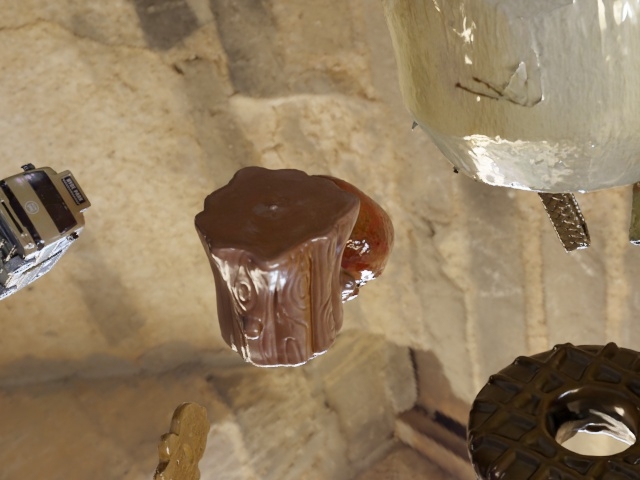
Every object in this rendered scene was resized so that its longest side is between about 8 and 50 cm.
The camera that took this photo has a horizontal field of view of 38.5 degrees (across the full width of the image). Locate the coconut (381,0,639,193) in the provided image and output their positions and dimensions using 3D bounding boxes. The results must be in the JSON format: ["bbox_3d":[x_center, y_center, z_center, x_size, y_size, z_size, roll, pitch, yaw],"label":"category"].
[{"bbox_3d":[0.230,-0.245,0.878,0.346,0.346,0.360,21,-54,46],"label":"coconut"}]

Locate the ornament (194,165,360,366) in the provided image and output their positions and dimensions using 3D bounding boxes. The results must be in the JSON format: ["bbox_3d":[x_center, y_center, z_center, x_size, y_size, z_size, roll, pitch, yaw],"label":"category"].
[{"bbox_3d":[-0.054,0.040,1.275,0.235,0.221,0.218,-114,-163,-51],"label":"ornament"}]

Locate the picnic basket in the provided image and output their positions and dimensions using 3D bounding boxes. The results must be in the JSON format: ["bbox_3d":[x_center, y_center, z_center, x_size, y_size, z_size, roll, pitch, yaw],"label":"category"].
[{"bbox_3d":[0.434,-0.073,1.676,0.055,0.110,0.193,-21,-66,21],"label":"picnic basket"}]

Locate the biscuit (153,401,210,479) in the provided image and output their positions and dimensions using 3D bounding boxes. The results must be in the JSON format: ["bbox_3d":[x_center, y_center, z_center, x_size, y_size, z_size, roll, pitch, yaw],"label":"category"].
[{"bbox_3d":[-0.224,0.339,1.467,0.027,0.184,0.133,-6,-34,20],"label":"biscuit"}]

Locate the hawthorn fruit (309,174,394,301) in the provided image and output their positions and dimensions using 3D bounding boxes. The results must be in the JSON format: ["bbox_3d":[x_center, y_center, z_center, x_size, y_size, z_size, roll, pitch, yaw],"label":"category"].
[{"bbox_3d":[0.000,0.000,1.852,0.299,0.275,0.275,39,-32,32],"label":"hawthorn fruit"}]

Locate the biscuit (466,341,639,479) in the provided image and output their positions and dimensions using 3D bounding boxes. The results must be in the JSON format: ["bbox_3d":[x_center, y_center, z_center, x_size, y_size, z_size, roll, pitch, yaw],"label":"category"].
[{"bbox_3d":[0.344,0.251,1.146,0.332,0.332,0.103,24,-43,45],"label":"biscuit"}]

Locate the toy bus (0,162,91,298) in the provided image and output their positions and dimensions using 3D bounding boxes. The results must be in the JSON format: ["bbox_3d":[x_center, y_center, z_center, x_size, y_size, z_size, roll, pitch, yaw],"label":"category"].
[{"bbox_3d":[-0.484,-0.011,1.487,0.139,0.157,0.289,57,-33,1],"label":"toy bus"}]

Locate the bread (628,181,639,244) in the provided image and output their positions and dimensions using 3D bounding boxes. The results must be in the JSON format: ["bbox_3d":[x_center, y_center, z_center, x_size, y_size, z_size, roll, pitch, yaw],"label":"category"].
[{"bbox_3d":[0.657,-0.055,1.720,0.127,0.147,0.152,27,-19,-38],"label":"bread"}]
